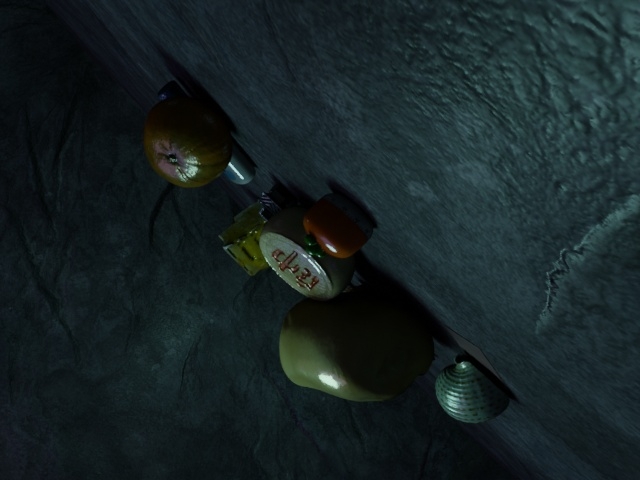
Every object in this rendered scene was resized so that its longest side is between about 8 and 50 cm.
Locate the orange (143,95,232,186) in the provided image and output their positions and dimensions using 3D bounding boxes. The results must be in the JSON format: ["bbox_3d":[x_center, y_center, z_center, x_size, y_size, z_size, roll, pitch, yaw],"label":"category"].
[{"bbox_3d":[-0.338,-0.241,1.242,0.240,0.171,0.240,9,132,10],"label":"orange"}]

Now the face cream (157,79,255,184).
[{"bbox_3d":[-0.320,-0.300,1.393,0.163,0.080,0.337,30,164,51],"label":"face cream"}]

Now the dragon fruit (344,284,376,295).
[{"bbox_3d":[0.130,0.206,1.603,0.142,0.121,0.130,-102,4,-47],"label":"dragon fruit"}]

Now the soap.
[{"bbox_3d":[-0.270,-0.003,2.105,0.143,0.259,0.281,47,173,30],"label":"soap"}]

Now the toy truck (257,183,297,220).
[{"bbox_3d":[-0.123,-0.093,1.418,0.083,0.092,0.192,43,173,8],"label":"toy truck"}]

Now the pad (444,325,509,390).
[{"bbox_3d":[0.358,0.271,1.127,0.188,0.006,0.113,50,172,-33],"label":"pad"}]

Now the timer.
[{"bbox_3d":[0.023,-0.018,0.928,0.136,0.136,0.099,38,176,42],"label":"timer"}]

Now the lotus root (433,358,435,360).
[{"bbox_3d":[0.288,0.385,1.700,0.124,0.123,0.241,54,169,-5],"label":"lotus root"}]

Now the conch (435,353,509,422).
[{"bbox_3d":[0.352,0.372,1.201,0.200,0.131,0.172,45,178,-37],"label":"conch"}]

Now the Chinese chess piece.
[{"bbox_3d":[-0.035,0.036,1.287,0.270,0.112,0.270,32,151,20],"label":"Chinese chess piece"}]

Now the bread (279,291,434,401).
[{"bbox_3d":[0.074,0.271,1.340,0.376,0.348,0.253,-7,95,55],"label":"bread"}]
